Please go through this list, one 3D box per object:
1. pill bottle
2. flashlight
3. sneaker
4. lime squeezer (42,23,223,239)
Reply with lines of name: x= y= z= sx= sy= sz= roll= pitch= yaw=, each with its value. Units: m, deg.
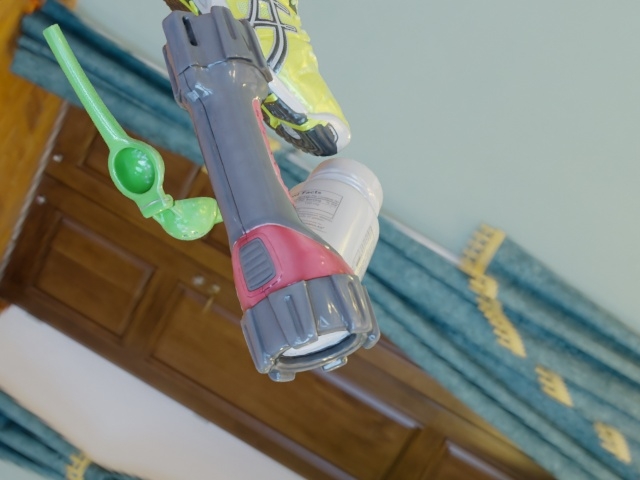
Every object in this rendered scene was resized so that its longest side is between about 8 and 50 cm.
pill bottle: x=0.000 y=0.000 z=1.231 sx=0.131 sy=0.131 sz=0.229 roll=-63 pitch=-179 yaw=40
flashlight: x=-0.045 y=-0.043 z=0.822 sx=0.103 sy=0.304 sz=0.103 roll=-11 pitch=155 yaw=-16
sneaker: x=-0.073 y=-0.275 z=1.282 sx=0.147 sy=0.385 sz=0.145 roll=-35 pitch=170 yaw=-10
lime squeezer: x=-0.141 y=-0.069 z=0.943 sx=0.059 sy=0.310 sz=0.110 roll=-7 pitch=-125 yaw=45
